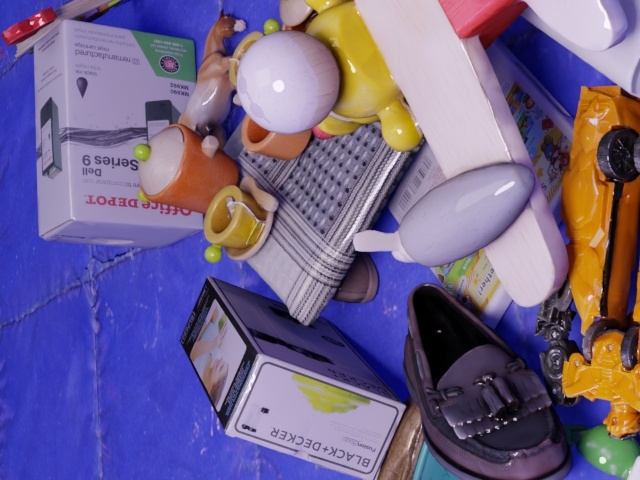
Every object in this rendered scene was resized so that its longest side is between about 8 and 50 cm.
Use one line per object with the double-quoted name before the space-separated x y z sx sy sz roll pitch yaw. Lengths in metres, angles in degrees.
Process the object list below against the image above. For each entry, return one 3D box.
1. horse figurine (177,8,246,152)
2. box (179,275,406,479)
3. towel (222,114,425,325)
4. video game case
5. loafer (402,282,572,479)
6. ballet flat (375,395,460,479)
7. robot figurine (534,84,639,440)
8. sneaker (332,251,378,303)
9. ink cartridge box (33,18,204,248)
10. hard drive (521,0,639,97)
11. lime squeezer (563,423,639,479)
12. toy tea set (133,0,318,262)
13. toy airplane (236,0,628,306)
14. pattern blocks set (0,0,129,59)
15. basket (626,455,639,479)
"horse figurine" -0.135 -0.169 1.678 0.174 0.066 0.263 30 109 48
"box" -0.038 0.139 1.328 0.087 0.169 0.290 -66 18 7
"towel" -0.009 -0.112 1.409 0.312 0.056 0.324 -60 34 14
"video game case" 0.164 -0.058 1.242 0.227 0.026 0.206 -63 39 30
"loafer" 0.130 0.124 1.116 0.302 0.109 0.095 -128 22 -70
"ballet flat" 0.074 0.307 1.253 0.124 0.116 0.342 -160 84 -69
"robot figurine" 0.268 0.017 1.019 0.211 0.085 0.291 5 90 57
"sneaker" 0.000 0.000 1.444 0.188 0.071 0.066 54 130 44
"ink cartridge box" -0.285 -0.145 1.774 0.121 0.211 0.289 -21 71 53
"hard drive" 0.238 -0.289 1.071 0.353 0.047 0.233 -123 47 -58
"lime squeezer" 0.222 0.212 1.089 0.310 0.059 0.110 -4 98 45
"toy tea set" -0.097 -0.152 1.404 0.200 0.124 0.336 30 95 54
"toy airplane" 0.062 -0.169 1.039 0.386 0.272 0.384 46 154 43
"pattern blocks set" -0.361 -0.333 1.853 0.026 0.325 0.285 59 150 -9
"basket" 0.304 0.231 0.899 0.167 0.103 0.113 31 113 42
